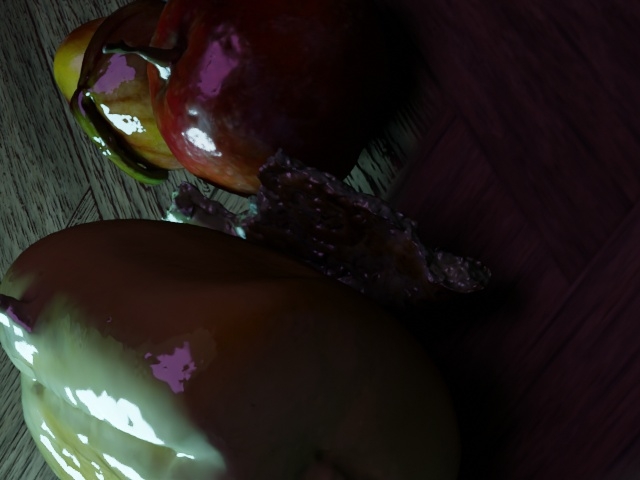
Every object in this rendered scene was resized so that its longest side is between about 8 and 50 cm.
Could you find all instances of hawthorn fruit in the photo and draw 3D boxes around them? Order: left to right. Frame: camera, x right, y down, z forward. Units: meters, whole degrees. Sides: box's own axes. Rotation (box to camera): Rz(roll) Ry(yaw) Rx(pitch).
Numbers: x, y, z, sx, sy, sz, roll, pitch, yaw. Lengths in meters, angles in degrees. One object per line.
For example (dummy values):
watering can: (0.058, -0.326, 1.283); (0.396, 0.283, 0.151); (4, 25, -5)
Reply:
hawthorn fruit: (-0.078, -0.157, 1.372); (0.242, 0.271, 0.242); (2, 92, 62)

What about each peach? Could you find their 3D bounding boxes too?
peach: (-0.247, -0.198, 1.750); (0.138, 0.138, 0.138); (-25, 59, 49)

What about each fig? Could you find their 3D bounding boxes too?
fig: (-0.180, -0.162, 1.587); (0.205, 0.205, 0.205); (-25, 59, 49)

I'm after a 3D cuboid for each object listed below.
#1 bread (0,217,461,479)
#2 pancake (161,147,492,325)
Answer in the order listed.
bread: (-0.068, 0.144, 1.214); (0.376, 0.253, 0.348); (18, 137, 54)
pancake: (-0.003, 0.004, 1.274); (0.376, 0.197, 0.054); (6, 46, 45)
